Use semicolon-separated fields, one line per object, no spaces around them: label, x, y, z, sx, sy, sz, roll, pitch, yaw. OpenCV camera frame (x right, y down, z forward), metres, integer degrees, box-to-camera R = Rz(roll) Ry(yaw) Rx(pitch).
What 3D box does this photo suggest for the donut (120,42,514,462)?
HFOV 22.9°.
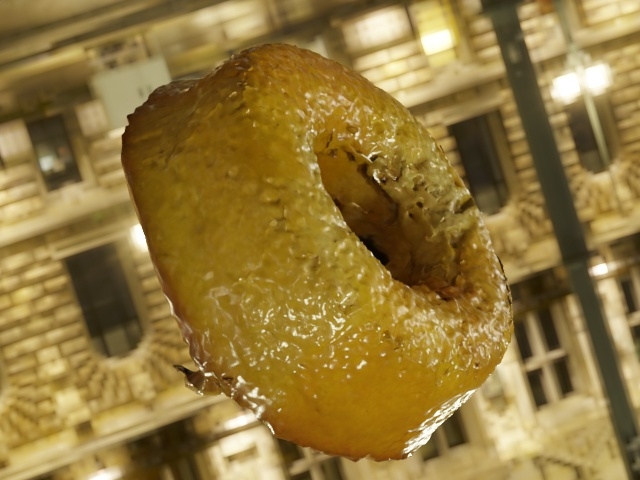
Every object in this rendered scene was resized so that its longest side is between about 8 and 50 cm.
donut;0.001;0.002;0.885;0.118;0.253;0.253;-41;174;29
